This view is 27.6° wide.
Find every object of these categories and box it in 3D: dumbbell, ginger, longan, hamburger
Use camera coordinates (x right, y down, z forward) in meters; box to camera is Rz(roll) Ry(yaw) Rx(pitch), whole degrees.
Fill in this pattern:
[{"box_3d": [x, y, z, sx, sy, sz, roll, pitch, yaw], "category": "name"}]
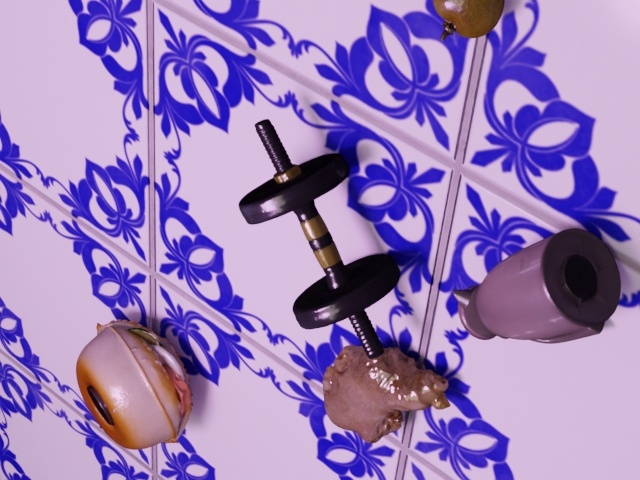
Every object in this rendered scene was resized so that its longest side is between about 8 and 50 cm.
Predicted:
[{"box_3d": [0.000, 0.000, 1.593, 0.143, 0.143, 0.325, -13, 108, 51], "category": "dumbbell"}, {"box_3d": [0.077, 0.192, 1.719, 0.137, 0.074, 0.213, 46, 147, -4], "category": "ginger"}, {"box_3d": [0.144, -0.235, 1.308, 0.075, 0.083, 0.075, 39, 179, 1], "category": "longan"}, {"box_3d": [-0.298, 0.235, 2.099, 0.237, 0.147, 0.237, 42, 149, 33], "category": "hamburger"}]

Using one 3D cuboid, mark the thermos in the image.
[{"box_3d": [0.240, 0.071, 1.437, 0.137, 0.105, 0.193, 29, 152, -19], "category": "thermos"}]
